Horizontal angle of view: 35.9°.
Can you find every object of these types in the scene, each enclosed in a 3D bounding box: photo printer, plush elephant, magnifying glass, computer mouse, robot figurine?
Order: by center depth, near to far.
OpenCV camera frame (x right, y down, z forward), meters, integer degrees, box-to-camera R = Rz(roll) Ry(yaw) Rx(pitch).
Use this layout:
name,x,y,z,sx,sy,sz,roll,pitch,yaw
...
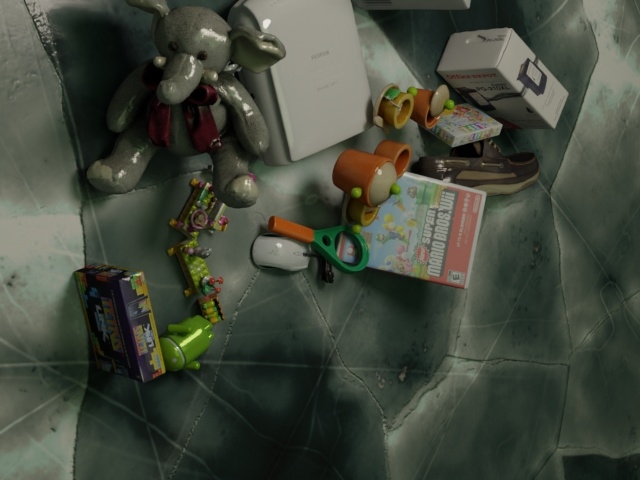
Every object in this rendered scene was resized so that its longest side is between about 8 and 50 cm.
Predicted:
name,x,y,z,sx,sy,sz,roll,pitch,yaw
plush elephant,-0.200,-0.242,1.527,0.255,0.271,0.330,92,12,-62
robot figurine,-0.235,0.176,1.680,0.115,0.067,0.101,-36,141,-33
photo printer,-0.033,-0.316,1.777,0.256,0.107,0.308,-27,112,-40
magnifying glass,0.000,0.000,1.850,0.231,0.026,0.092,20,59,-36
computer mouse,-0.043,0.027,1.851,0.193,0.042,0.106,3,94,-42

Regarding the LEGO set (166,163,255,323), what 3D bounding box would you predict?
name,x,y,z,sx,sy,sz,roll,pitch,yaw
LEGO set,-0.180,0.006,1.685,0.132,0.107,0.287,10,88,-41

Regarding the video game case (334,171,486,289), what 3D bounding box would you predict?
name,x,y,z,sx,sy,sz,roll,pitch,yaw
video game case,0.180,-0.030,1.969,0.285,0.025,0.204,13,86,-13

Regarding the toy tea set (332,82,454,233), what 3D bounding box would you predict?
name,x,y,z,sx,sy,sz,roll,pitch,yaw
toy tea set,0.152,-0.167,1.847,0.336,0.124,0.200,-59,153,-13

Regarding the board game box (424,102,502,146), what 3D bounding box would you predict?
name,x,y,z,sx,sy,sz,roll,pitch,yaw
board game box,0.294,-0.245,2.080,0.154,0.103,0.026,-18,136,-39

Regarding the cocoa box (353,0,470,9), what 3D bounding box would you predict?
name,x,y,z,sx,sy,sz,roll,pitch,yaw
cocoa box,0.135,-0.582,1.737,0.347,0.231,0.228,32,66,-65

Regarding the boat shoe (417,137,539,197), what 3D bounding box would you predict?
name,x,y,z,sx,sy,sz,roll,pitch,yaw
boat shoe,0.344,-0.159,2.115,0.355,0.132,0.130,-18,106,-40

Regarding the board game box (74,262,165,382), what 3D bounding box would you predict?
name,x,y,z,sx,sy,sz,roll,pitch,yaw
board game box,-0.317,0.128,1.555,0.048,0.141,0.170,-22,108,-38

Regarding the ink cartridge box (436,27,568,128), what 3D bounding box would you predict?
name,x,y,z,sx,sy,sz,roll,pitch,yaw
ink cartridge box,0.387,-0.339,2.105,0.237,0.172,0.100,36,71,-38
